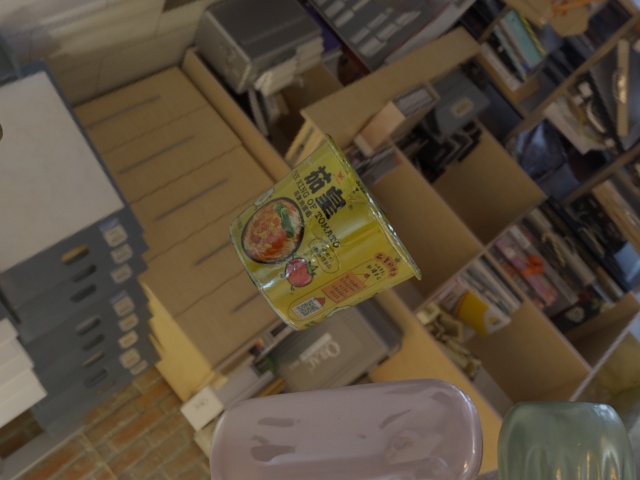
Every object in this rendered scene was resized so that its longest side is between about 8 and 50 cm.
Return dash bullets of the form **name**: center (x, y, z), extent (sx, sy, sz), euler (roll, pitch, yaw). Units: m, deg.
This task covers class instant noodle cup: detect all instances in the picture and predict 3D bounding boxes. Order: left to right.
- **instant noodle cup**: center (0.000, 0.000, 1.290), extent (0.254, 0.325, 0.325), euler (-32, 174, 6)

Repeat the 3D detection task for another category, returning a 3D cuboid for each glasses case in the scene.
- **glasses case**: center (0.017, 0.210, 0.708), extent (0.297, 0.113, 0.075), euler (-12, 152, 24)

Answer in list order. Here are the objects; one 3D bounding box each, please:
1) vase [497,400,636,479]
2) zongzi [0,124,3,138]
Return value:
- **vase**: center (0.234, 0.280, 0.656), extent (0.128, 0.248, 0.128), euler (3, 166, 1)
- **zongzi**: center (-0.610, -0.209, 1.205), extent (0.242, 0.112, 0.221), euler (-38, -159, 31)
